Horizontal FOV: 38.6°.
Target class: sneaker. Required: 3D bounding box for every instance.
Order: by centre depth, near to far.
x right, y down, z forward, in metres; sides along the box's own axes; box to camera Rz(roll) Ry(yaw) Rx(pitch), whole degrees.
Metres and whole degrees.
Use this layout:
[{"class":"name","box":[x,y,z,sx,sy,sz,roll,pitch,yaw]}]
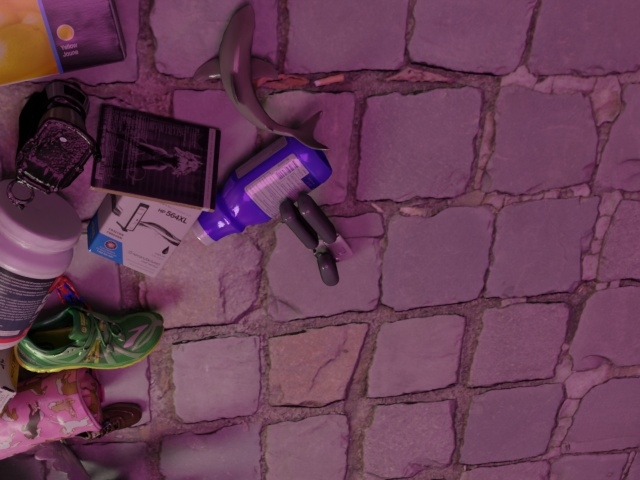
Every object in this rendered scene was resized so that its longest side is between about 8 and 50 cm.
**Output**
[{"class":"sneaker","box":[-0.453,0.192,1.804,0.295,0.109,0.123,-9,148,-17]},{"class":"sneaker","box":[-0.483,0.407,1.992,0.188,0.071,0.066,-7,125,-9]}]

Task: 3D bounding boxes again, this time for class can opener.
[{"class":"can opener","box":[0.000,0.000,1.788,0.074,0.093,0.280,-19,149,10]}]

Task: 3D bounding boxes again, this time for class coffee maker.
[{"class":"coffee maker","box":[-0.462,-0.169,1.537,0.171,0.178,0.120,-29,124,3]}]

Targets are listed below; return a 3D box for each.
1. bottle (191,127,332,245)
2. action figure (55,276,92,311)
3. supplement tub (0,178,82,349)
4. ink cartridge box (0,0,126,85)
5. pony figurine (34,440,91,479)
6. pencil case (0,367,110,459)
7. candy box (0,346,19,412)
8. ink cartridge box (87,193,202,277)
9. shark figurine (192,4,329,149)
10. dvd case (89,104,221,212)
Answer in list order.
[{"class":"bottle","box":[-0.118,-0.093,1.730,0.282,0.092,0.118,-35,131,11]},{"class":"action figure","box":[-0.498,0.108,1.812,0.038,0.030,0.115,-25,124,9]},{"class":"supplement tub","box":[-0.567,0.045,1.649,0.191,0.191,0.272,25,115,-28]},{"class":"ink cartridge box","box":[-0.490,-0.402,1.441,0.303,0.072,0.307,-13,128,-5]},{"class":"pony figurine","box":[-0.479,0.611,2.017,0.363,0.303,0.351,-2,151,4]},{"class":"pencil case","box":[-0.635,0.375,1.879,0.386,0.160,0.167,-20,119,-1]},{"class":"candy box","box":[-0.700,0.221,1.756,0.233,0.159,0.071,29,114,-30]},{"class":"ink cartridge box","box":[-0.323,-0.051,1.711,0.148,0.086,0.203,25,115,-27]},{"class":"shark figurine","box":[-0.116,-0.246,1.597,0.166,0.116,0.278,-30,114,11]},{"class":"dvd case","box":[-0.289,-0.145,1.620,0.221,0.165,0.018,10,155,-20]}]
